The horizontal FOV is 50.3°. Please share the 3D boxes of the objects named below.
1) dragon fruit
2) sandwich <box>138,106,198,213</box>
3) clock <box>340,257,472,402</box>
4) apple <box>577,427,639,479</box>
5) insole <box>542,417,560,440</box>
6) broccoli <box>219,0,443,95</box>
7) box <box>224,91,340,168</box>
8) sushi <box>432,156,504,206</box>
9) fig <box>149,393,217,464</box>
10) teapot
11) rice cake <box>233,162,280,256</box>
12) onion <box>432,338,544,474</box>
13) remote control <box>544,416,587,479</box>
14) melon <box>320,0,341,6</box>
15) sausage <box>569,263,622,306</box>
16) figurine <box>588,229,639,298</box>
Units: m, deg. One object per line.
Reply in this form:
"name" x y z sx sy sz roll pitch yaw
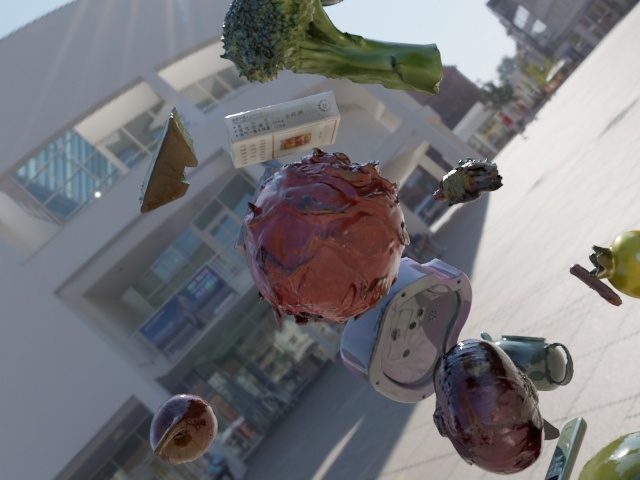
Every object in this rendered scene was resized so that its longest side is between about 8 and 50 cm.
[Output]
"dragon fruit" 0.007 -0.006 0.963 0.241 0.252 0.241 -12 -7 -1
"sandwich" -0.329 -0.169 1.511 0.244 0.088 0.090 -63 28 27
"clock" 0.208 0.205 1.550 0.338 0.102 0.338 -15 -64 -32
"apple" 0.609 0.488 1.165 0.357 0.357 0.357 -48 -6 -7
"insole" 0.625 0.524 2.124 0.119 0.348 0.009 -30 26 39
"broccoli" 0.006 -0.362 1.243 0.353 0.397 0.275 -31 -37 -46
"box" -0.115 -0.329 2.053 0.330 0.095 0.210 -14 -12 -7
"sushi" 0.357 -0.148 1.667 0.103 0.097 0.226 -44 13 -34
"fig" -0.338 0.455 1.664 0.175 0.175 0.207 -46 -13 -20
"teapot" 0.480 0.284 1.609 0.294 0.193 0.129 -11 74 63
"rice cake" -0.165 -0.083 1.833 0.055 0.049 0.270 3 69 45
"onion" 0.295 0.298 1.224 0.190 0.246 0.246 -24 -5 4
"remote control" 0.669 0.608 1.878 0.309 0.038 0.090 -46 -4 -43
"melon" 0.013 -0.597 1.422 0.182 0.182 0.287 -54 16 42
"sausage" 0.702 0.112 1.736 0.042 0.158 0.036 -5 -51 -44
"figurine" 0.575 0.047 1.155 0.234 0.127 0.185 -17 -22 9
